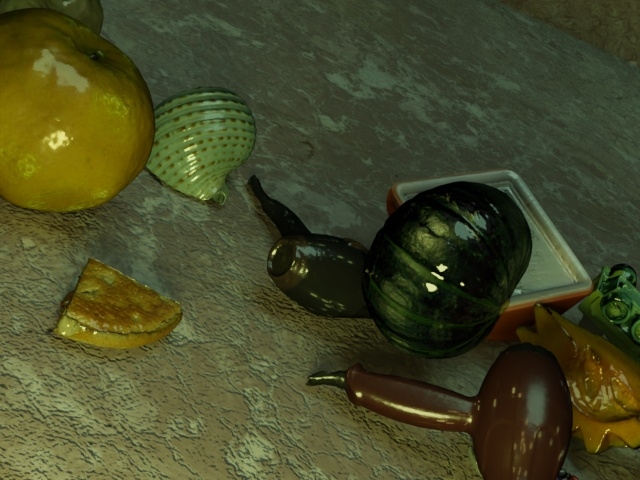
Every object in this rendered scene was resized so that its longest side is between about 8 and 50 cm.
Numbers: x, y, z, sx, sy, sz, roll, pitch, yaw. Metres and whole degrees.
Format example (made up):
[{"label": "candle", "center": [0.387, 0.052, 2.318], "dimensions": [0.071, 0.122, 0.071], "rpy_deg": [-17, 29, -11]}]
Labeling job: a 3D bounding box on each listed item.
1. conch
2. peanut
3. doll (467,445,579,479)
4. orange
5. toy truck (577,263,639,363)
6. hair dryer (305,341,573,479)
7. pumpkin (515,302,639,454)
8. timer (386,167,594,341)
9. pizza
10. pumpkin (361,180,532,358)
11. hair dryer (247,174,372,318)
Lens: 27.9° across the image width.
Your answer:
[{"label": "conch", "center": [-0.171, -0.159, 1.918], "dimensions": [0.172, 0.131, 0.200], "rpy_deg": [10, 34, -34]}, {"label": "peanut", "center": [-0.414, -0.338, 1.963], "dimensions": [0.147, 0.147, 0.319], "rpy_deg": [28, 26, -5]}, {"label": "doll", "center": [0.265, 0.295, 1.691], "dimensions": [0.195, 0.062, 0.104], "rpy_deg": [42, 73, 9]}, {"label": "orange", "center": [-0.349, -0.163, 1.660], "dimensions": [0.279, 0.235, 0.279], "rpy_deg": [38, 21, -17]}, {"label": "toy truck", "center": [0.519, 0.169, 2.062], "dimensions": [0.259, 0.135, 0.128], "rpy_deg": [39, 29, 0]}, {"label": "hair dryer", "center": [0.134, 0.249, 1.598], "dimensions": [0.340, 0.123, 0.312], "rpy_deg": [12, 56, 9]}, {"label": "pumpkin", "center": [0.386, 0.219, 1.862], "dimensions": [0.149, 0.130, 0.254], "rpy_deg": [2, 42, -52]}, {"label": "timer", "center": [0.235, 0.024, 1.948], "dimensions": [0.250, 0.161, 0.257], "rpy_deg": [4, 47, -44]}, {"label": "pizza", "center": [-0.250, 0.082, 1.553], "dimensions": [0.175, 0.046, 0.134], "rpy_deg": [6, 38, -38]}, {"label": "pumpkin", "center": [0.164, 0.032, 1.704], "dimensions": [0.250, 0.250, 0.216], "rpy_deg": [-1, 36, -44]}, {"label": "hair dryer", "center": [0.000, 0.000, 1.891], "dimensions": [0.304, 0.120, 0.359], "rpy_deg": [17, 22, -41]}]
